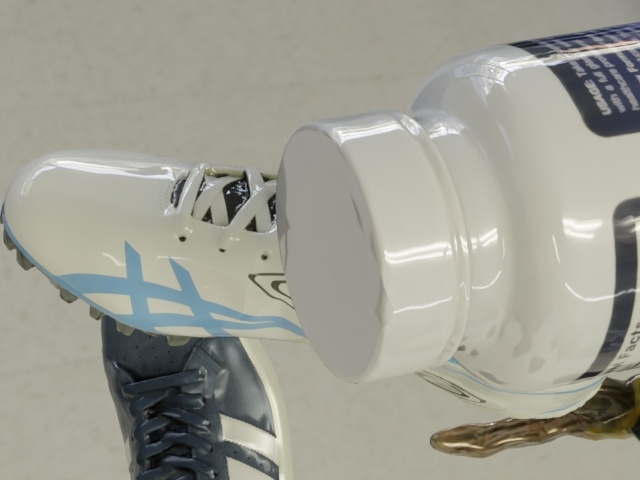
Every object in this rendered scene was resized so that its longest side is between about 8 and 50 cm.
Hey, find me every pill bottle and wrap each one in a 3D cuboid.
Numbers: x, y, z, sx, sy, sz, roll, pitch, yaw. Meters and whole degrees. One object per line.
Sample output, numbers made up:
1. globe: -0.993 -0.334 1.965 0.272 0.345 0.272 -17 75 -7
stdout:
1. pill bottle: 0.078 -0.011 0.520 0.169 0.094 0.094 -10 71 -22

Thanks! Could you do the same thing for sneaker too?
1. sneaker: -0.094 0.194 1.394 0.148 0.131 0.350 -32 105 -64
2. sneaker: 0.000 0.000 0.700 0.237 0.086 0.085 13 42 1

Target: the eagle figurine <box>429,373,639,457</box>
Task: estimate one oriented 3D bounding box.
1. eagle figurine: 0.220 0.157 0.892 0.225 0.226 0.298 43 13 -35
